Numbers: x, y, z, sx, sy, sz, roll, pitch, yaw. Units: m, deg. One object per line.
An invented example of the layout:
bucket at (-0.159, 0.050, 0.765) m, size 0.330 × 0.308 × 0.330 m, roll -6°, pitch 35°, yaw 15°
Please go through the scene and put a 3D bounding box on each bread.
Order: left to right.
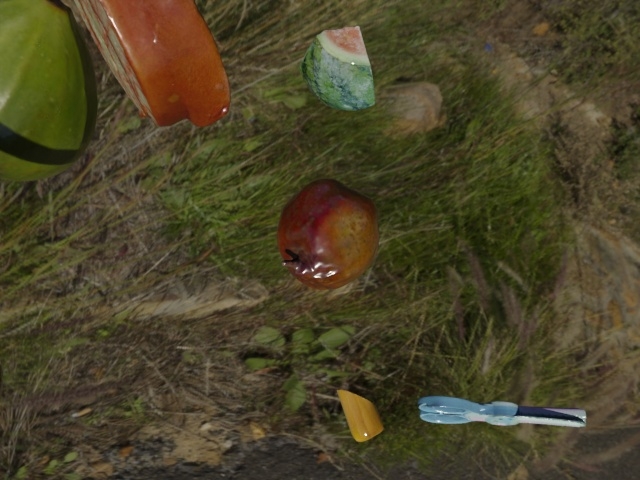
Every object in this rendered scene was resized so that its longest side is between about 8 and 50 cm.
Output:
bread at (-0.251, -0.309, 0.750) m, size 0.114 × 0.328 × 0.295 m, roll -30°, pitch 126°, yaw -14°
bread at (0.077, 0.318, 1.035) m, size 0.062 × 0.049 × 0.103 m, roll -16°, pitch 76°, yaw -16°

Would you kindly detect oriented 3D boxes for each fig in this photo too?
fig at (-0.507, -0.265, 0.923) m, size 0.316 × 0.316 × 0.315 m, roll 11°, pitch 65°, yaw -25°

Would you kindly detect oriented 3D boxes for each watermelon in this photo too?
watermelon at (0.029, -0.186, 0.604) m, size 0.092 × 0.084 × 0.072 m, roll 37°, pitch 82°, yaw -9°

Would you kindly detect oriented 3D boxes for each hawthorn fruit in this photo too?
hawthorn fruit at (0.000, 0.000, 1.068) m, size 0.208 × 0.208 × 0.248 m, roll 48°, pitch 43°, yaw -3°

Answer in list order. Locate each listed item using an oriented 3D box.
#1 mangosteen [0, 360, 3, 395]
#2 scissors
mangosteen at (-0.533, 0.172, 0.725) m, size 0.232 × 0.231 × 0.289 m, roll 18°, pitch 18°, yaw -22°
scissors at (0.287, 0.277, 0.893) m, size 0.256 × 0.125 × 0.030 m, roll -1°, pitch 60°, yaw 13°
